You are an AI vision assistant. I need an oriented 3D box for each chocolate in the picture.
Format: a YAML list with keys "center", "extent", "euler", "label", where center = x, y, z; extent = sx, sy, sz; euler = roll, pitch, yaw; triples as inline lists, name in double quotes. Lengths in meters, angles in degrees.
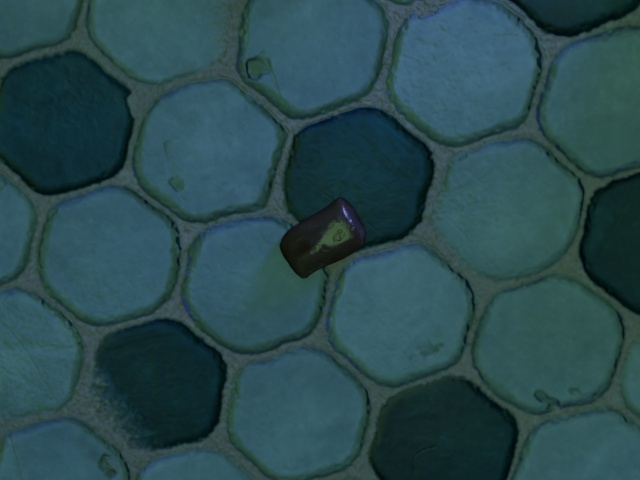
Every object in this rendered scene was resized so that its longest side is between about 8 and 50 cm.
- center: [0.000, 0.000, 1.927]
  extent: [0.100, 0.031, 0.064]
  euler: [-28, 94, 12]
  label: "chocolate"
